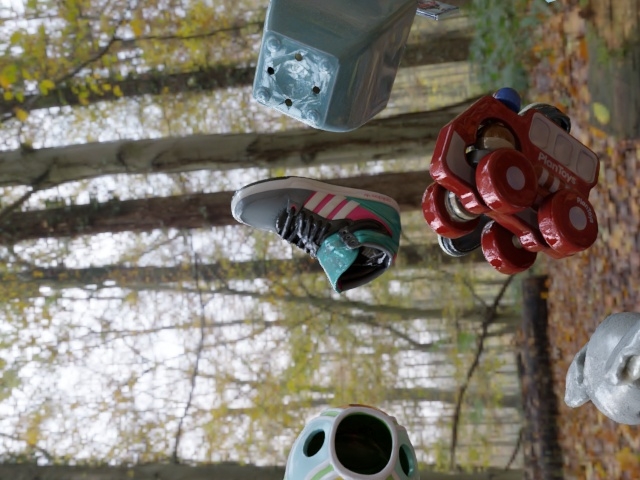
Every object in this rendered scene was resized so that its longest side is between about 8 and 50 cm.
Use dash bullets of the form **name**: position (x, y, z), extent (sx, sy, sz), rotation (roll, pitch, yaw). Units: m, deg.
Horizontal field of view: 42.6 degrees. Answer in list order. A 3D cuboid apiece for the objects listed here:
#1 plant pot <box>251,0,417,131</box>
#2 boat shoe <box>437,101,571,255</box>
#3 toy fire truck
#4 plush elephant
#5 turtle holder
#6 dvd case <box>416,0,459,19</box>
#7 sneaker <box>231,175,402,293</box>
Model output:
- **plant pot**: position (0.001, -0.342, 1.527), extent (0.252, 0.247, 0.247), rotation (-53, -16, -51)
- **boat shoe**: position (0.349, -0.106, 1.527), extent (0.127, 0.340, 0.113), rotation (41, -178, -18)
- **toy fire truck**: position (0.314, -0.107, 1.314), extent (0.302, 0.169, 0.254), rotation (31, -119, -19)
- **plush elephant**: position (0.389, 0.136, 0.824), extent (0.330, 0.255, 0.272), rotation (60, -177, 19)
- **turtle holder**: position (0.041, 0.425, 1.401), extent (0.320, 0.243, 0.227), rotation (-47, -21, -38)
- **dvd case**: position (0.220, -0.491, 1.724), extent (0.087, 0.119, 0.013), rotation (-29, -43, -42)
- **sneaker**: position (0.000, 0.000, 1.356), extent (0.178, 0.295, 0.124), rotation (-97, 16, -45)
